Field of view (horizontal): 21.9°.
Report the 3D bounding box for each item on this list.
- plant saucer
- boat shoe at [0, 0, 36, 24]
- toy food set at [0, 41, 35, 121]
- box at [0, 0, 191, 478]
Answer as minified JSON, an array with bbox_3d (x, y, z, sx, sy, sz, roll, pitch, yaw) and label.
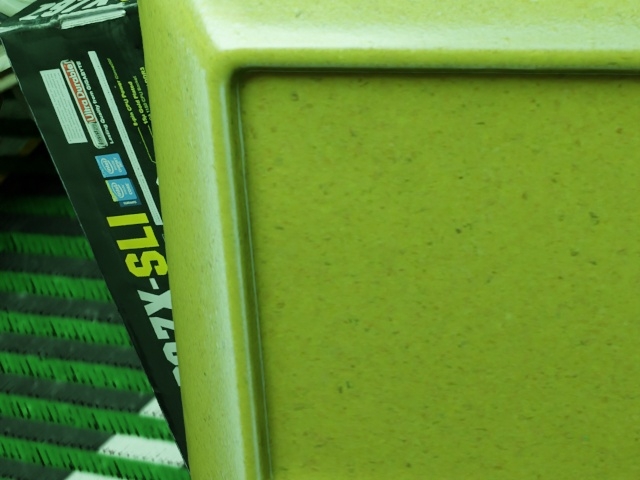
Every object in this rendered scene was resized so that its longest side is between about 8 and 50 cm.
[{"bbox_3d":[0.079,0.011,0.743,0.333,0.081,0.332,1,115,11],"label":"plant saucer"},{"bbox_3d":[-0.207,-0.249,1.208,0.079,0.095,0.254,-23,46,42],"label":"boat shoe"},{"bbox_3d":[-0.201,-0.084,1.113,0.306,0.220,0.092,-19,104,29],"label":"toy food set"},{"bbox_3d":[0.000,0.000,0.882,0.257,0.079,0.322,-5,116,36],"label":"box"}]
